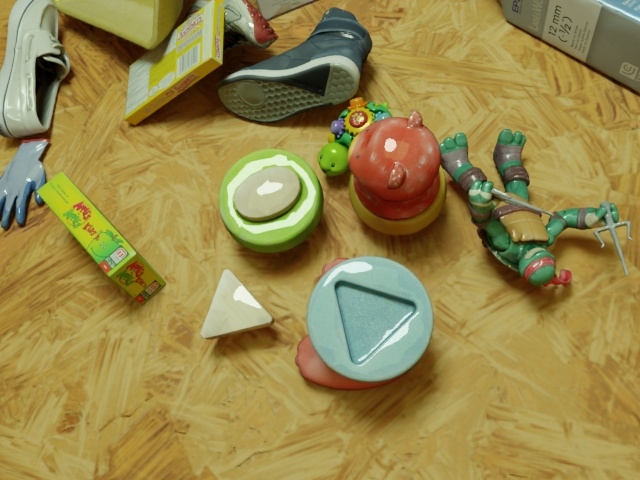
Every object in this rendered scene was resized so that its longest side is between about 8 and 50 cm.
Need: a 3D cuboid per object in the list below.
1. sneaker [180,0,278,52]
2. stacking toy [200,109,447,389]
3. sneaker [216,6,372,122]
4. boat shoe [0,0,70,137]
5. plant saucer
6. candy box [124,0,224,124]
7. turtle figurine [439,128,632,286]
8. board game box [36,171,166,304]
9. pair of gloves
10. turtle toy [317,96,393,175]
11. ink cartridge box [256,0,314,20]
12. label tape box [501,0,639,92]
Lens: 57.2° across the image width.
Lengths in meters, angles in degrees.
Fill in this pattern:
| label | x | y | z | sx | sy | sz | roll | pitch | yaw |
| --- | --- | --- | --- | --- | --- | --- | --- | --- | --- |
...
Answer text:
| label | x | y | z | sx | sy | sz | roll | pitch | yaw |
| --- | --- | --- | --- | --- | --- | --- | --- | --- | --- |
| sneaker | -0.144 | -0.316 | 0.897 | 0.093 | 0.088 | 0.225 | -55 | 40 | -4 |
| stacking toy | 0.000 | 0.000 | 0.653 | 0.279 | 0.130 | 0.309 | 6 | 74 | 6 |
| sneaker | -0.032 | -0.258 | 0.863 | 0.226 | 0.086 | 0.163 | -2 | 48 | 25 |
| boat shoe | -0.453 | -0.288 | 0.949 | 0.088 | 0.096 | 0.268 | 0 | 64 | 6 |
| plant saucer | -0.298 | -0.491 | 0.888 | 0.332 | 0.333 | 0.081 | 30 | 30 | 34 |
| candy box | -0.219 | -0.257 | 0.865 | 0.205 | 0.027 | 0.105 | -20 | 59 | 36 |
| turtle figurine | 0.226 | -0.032 | 0.669 | 0.175 | 0.118 | 0.234 | 6 | 43 | -24 |
| board game box | -0.286 | -0.004 | 0.767 | 0.043 | 0.092 | 0.181 | -43 | 64 | -12 |
| pair of gloves | -0.504 | -0.088 | 0.894 | 0.198 | 0.023 | 0.159 | -2 | 61 | 9 |
| turtle toy | 0.048 | -0.137 | 0.787 | 0.095 | 0.066 | 0.130 | 37 | 86 | 25 |
| ink cartridge box | -0.028 | -0.466 | 0.897 | 0.206 | 0.208 | 0.045 | -22 | 56 | -2 |
| label tape box | 0.398 | -0.397 | 0.836 | 0.249 | 0.115 | 0.347 | -41 | 60 | -12 |
